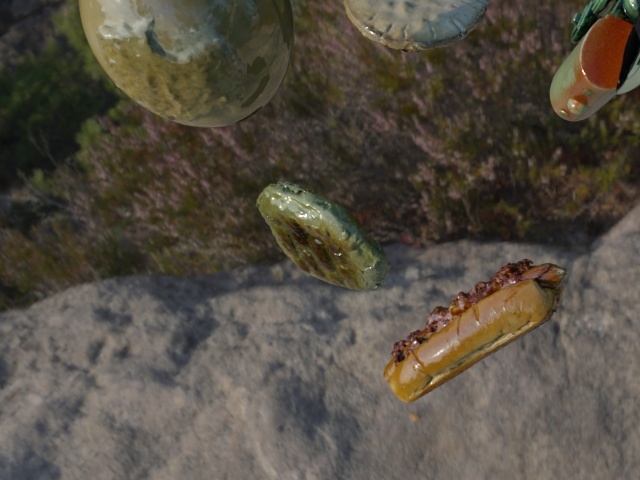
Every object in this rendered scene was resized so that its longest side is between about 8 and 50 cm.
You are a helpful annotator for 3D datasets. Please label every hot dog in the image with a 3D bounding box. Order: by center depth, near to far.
[{"bbox_3d":[0.168,0.092,1.074,0.249,0.102,0.076,-37,84,28],"label":"hot dog"}]

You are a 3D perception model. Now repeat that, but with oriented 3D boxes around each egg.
[{"bbox_3d":[-0.101,-0.170,0.761,0.164,0.201,0.164,-9,61,17],"label":"egg"}]

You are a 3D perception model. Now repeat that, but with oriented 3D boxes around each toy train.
[{"bbox_3d":[0.376,-0.243,1.057,0.048,0.252,0.055,8,58,1],"label":"toy train"},{"bbox_3d":[0.376,-0.247,1.295,0.116,0.285,0.177,28,90,4],"label":"toy train"}]

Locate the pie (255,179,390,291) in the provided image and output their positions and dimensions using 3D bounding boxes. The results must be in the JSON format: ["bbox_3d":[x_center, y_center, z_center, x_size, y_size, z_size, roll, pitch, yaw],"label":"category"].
[{"bbox_3d":[0.000,0.000,1.783,0.306,0.306,0.071,22,66,28],"label":"pie"}]

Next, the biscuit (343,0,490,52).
[{"bbox_3d":[0.095,-0.247,0.980,0.152,0.020,0.152,-1,57,1],"label":"biscuit"}]
